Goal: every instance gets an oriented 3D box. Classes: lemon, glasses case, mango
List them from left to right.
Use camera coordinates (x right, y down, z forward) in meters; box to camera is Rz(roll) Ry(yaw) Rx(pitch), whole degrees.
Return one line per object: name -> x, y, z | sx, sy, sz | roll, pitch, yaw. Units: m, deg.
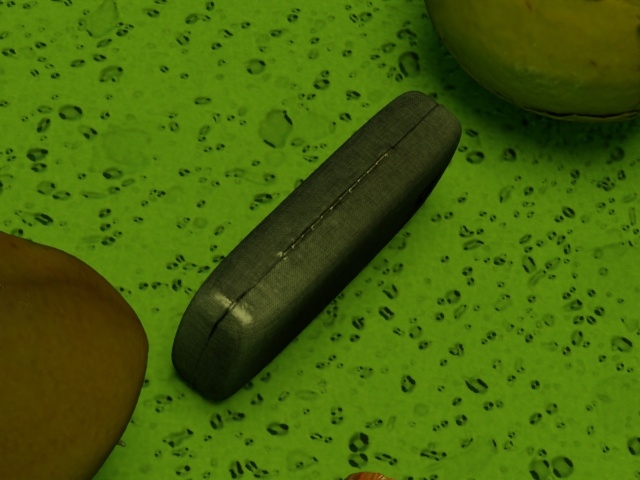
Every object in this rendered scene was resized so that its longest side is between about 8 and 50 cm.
mango -> -0.344, 0.104, 1.395 | 0.445, 0.232, 0.300 | 0, 98, -23
glasses case -> 0.000, 0.000, 1.639 | 0.074, 0.131, 0.323 | 40, 56, 9
lemon -> 0.245, -0.247, 1.779 | 0.297, 0.297, 0.297 | 7, 56, -10

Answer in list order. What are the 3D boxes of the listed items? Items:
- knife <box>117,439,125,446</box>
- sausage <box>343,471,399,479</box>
knife -> -0.275, 0.089, 1.555 | 0.298, 0.017, 0.047 | 28, 67, 15
sausage -> 0.009, 0.290, 1.489 | 0.071, 0.071, 0.234 | 25, 55, 2
